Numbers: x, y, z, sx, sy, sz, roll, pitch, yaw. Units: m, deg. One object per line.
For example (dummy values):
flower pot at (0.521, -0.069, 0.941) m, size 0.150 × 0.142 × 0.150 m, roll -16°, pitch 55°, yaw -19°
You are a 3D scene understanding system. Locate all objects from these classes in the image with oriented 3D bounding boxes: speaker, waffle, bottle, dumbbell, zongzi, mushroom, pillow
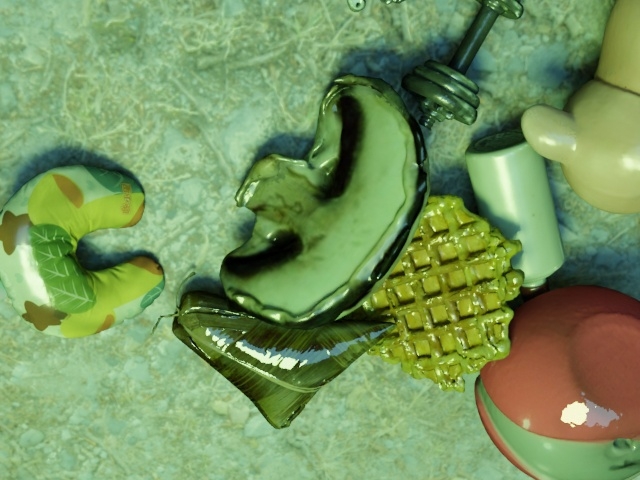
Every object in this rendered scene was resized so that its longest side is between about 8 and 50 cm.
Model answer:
speaker at (0.364, 0.211, 1.195) m, size 0.294 × 0.294 × 0.294 m, roll -2°, pitch 109°, yaw -6°
waffle at (0.144, 0.062, 1.156) m, size 0.291 × 0.051 × 0.291 m, roll 4°, pitch 98°, yaw 30°
bottle at (0.276, -0.024, 1.178) m, size 0.104 × 0.104 × 0.245 m, roll -18°, pitch 109°, yaw 0°
dumbbell at (0.197, -0.258, 1.095) m, size 0.110 × 0.110 × 0.255 m, roll 28°, pitch 98°, yaw -14°
zongzi at (-0.062, 0.109, 1.169) m, size 0.247 × 0.111 × 0.241 m, roll 43°, pitch 111°, yaw -16°
mushroom at (0.012, -0.040, 1.114) m, size 0.247 × 0.130 × 0.344 m, roll 22°, pitch 88°, yaw 23°
pillow at (-0.318, 0.015, 1.123) m, size 0.214 × 0.086 × 0.233 m, roll -20°, pitch 110°, yaw -32°

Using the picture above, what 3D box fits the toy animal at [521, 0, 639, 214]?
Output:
toy animal at (0.417, -0.185, 1.062) m, size 0.237 × 0.269 × 0.326 m, roll 29°, pitch 143°, yaw 25°

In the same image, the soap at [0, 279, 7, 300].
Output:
soap at (-0.455, 0.012, 1.112) m, size 0.056 × 0.100 × 0.149 m, roll -26°, pitch 110°, yaw 3°

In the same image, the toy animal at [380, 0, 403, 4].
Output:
toy animal at (0.100, -0.395, 1.032) m, size 0.272 × 0.197 × 0.160 m, roll 13°, pitch 135°, yaw 26°

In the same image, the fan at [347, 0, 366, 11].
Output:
fan at (-0.008, -0.389, 1.074) m, size 0.152 × 0.008 × 0.227 m, roll -31°, pitch 108°, yaw 4°
